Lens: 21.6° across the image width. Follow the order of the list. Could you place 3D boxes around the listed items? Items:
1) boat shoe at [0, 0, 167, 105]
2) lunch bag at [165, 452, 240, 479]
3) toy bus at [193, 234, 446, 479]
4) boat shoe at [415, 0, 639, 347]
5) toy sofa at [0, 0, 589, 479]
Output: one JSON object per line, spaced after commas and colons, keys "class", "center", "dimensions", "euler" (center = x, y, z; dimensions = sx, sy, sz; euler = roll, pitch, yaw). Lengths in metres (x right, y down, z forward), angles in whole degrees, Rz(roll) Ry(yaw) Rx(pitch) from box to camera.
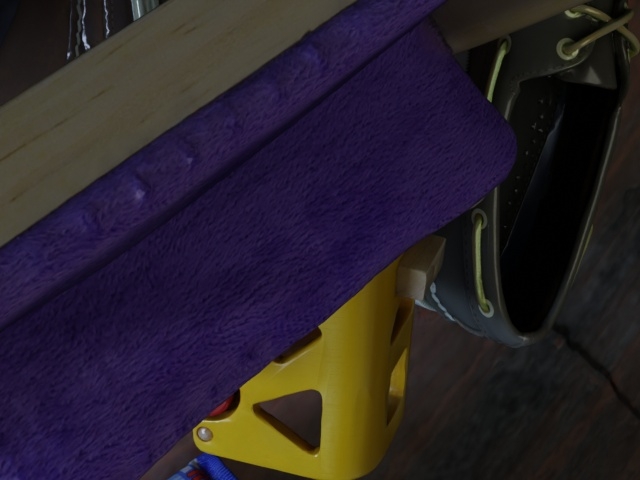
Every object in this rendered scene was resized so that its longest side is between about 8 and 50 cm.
{"class": "boat shoe", "center": [-0.114, -0.047, 0.722], "dimensions": [0.095, 0.095, 0.257], "euler": [-11, 114, -21]}
{"class": "lunch bag", "center": [-0.092, 0.299, 0.901], "dimensions": [0.221, 0.138, 0.293], "euler": [-30, 137, -29]}
{"class": "toy bus", "center": [0.001, 0.008, 0.759], "dimensions": [0.202, 0.104, 0.191], "euler": [58, 46, -70]}
{"class": "boat shoe", "center": [0.123, -0.092, 0.899], "dimensions": [0.109, 0.091, 0.305], "euler": [2, 110, -41]}
{"class": "toy sofa", "center": [-0.035, -0.025, 0.581], "dimensions": [0.362, 0.150, 0.177], "euler": [-39, 101, -33]}
